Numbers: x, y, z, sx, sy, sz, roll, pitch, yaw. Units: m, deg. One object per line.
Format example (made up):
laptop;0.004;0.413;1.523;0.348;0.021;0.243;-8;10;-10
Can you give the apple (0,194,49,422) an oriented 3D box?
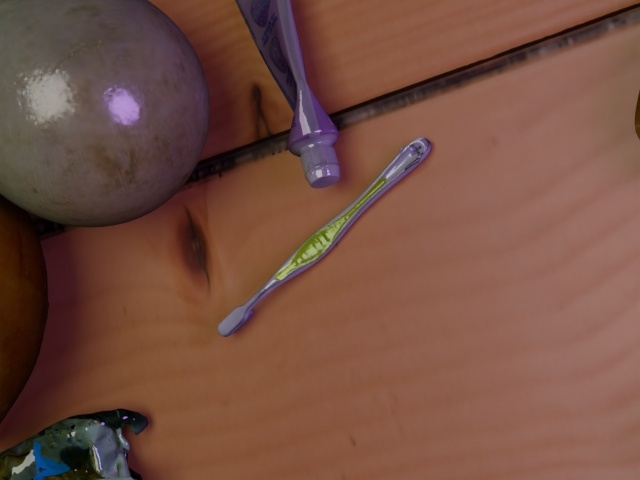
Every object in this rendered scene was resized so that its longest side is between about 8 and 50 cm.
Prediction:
apple;-0.459;0.063;1.067;0.384;0.374;0.374;-33;73;27

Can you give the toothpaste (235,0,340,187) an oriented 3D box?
toothpaste;-0.038;-0.185;1.039;0.075;0.048;0.301;-40;60;48

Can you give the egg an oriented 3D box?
egg;-0.231;-0.136;1.041;0.295;0.218;0.218;36;103;38

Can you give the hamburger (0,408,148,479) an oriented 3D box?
hamburger;-0.250;0.303;1.056;0.260;0.150;0.276;-39;70;18

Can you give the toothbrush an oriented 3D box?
toothbrush;0.000;0.000;1.017;0.263;0.026;0.022;-43;75;18

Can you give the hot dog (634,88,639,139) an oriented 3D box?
hot dog;0.304;-0.162;0.848;0.104;0.076;0.250;22;94;26
